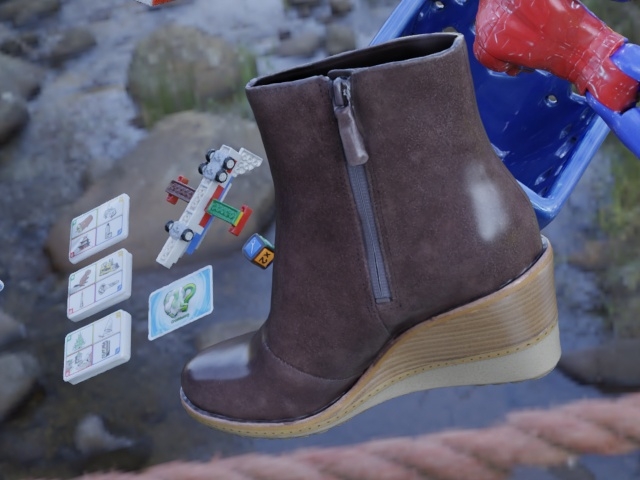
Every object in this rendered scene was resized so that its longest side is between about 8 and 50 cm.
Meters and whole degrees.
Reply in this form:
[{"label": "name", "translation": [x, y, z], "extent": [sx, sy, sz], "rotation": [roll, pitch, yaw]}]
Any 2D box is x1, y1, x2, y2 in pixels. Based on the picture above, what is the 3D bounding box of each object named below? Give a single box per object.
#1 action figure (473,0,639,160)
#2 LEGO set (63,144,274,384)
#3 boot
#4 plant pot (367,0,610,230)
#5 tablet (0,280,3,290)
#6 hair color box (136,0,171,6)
[{"label": "action figure", "translation": [0.195, -0.091, 0.847], "extent": [0.280, 0.091, 0.139], "rotation": [41, 30, 12]}, {"label": "LEGO set", "translation": [-0.134, 0.019, 1.334], "extent": [0.244, 0.060, 0.182], "rotation": [-26, 51, 30]}, {"label": "boot", "translation": [0.000, 0.000, 0.805], "extent": [0.248, 0.207, 0.090], "rotation": [-13, 26, 23]}, {"label": "plant pot", "translation": [0.139, -0.113, 1.443], "extent": [0.236, 0.212, 0.236], "rotation": [34, 56, 0]}, {"label": "tablet", "translation": [-0.288, 0.049, 1.103], "extent": [0.083, 0.054, 0.006], "rotation": [-43, 46, -2]}, {"label": "hair color box", "translation": [-0.077, -0.177, 0.606], "extent": [0.072, 0.141, 0.043], "rotation": [20, 23, 16]}]
